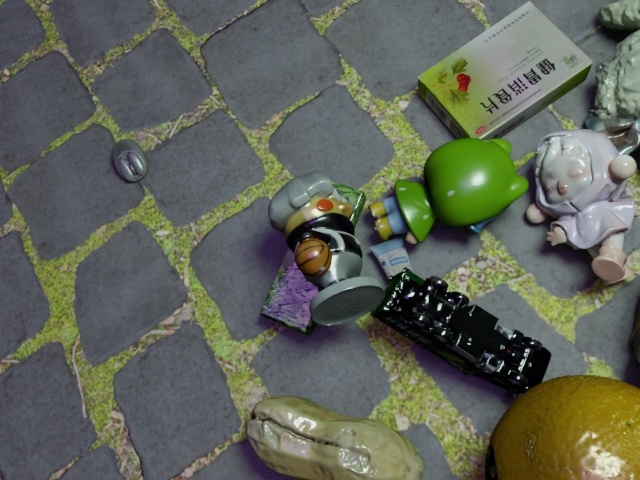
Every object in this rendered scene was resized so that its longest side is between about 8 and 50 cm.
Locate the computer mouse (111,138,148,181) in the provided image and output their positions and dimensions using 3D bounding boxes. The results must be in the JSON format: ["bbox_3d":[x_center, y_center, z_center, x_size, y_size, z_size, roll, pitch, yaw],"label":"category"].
[{"bbox_3d":[-0.397,-0.168,1.196,0.066,0.039,0.096,-28,70,2],"label":"computer mouse"}]

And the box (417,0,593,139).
[{"bbox_3d":[0.336,-0.301,1.074,0.260,0.062,0.175,-34,69,-1],"label":"box"}]

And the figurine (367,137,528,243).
[{"bbox_3d":[0.212,-0.078,0.992,0.263,0.143,0.162,-22,52,17],"label":"figurine"}]

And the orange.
[{"bbox_3d":[0.353,0.315,0.764,0.274,0.274,0.274,-4,72,11],"label":"orange"}]

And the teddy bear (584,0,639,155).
[{"bbox_3d":[0.636,-0.339,0.997,0.327,0.362,0.375,23,34,37],"label":"teddy bear"}]

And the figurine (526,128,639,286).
[{"bbox_3d":[0.436,-0.063,0.940,0.133,0.200,0.276,0,68,-32],"label":"figurine"}]

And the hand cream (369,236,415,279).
[{"bbox_3d":[0.146,0.076,1.004,0.065,0.043,0.171,-18,66,-10],"label":"hand cream"}]

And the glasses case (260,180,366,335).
[{"bbox_3d":[-0.009,0.027,1.041,0.095,0.062,0.272,20,78,15],"label":"glasses case"}]

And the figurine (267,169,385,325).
[{"bbox_3d":[0.000,0.000,0.914,0.133,0.176,0.236,-27,58,11],"label":"figurine"}]

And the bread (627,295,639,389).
[{"bbox_3d":[0.528,0.127,0.810,0.142,0.224,0.212,5,52,11],"label":"bread"}]

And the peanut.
[{"bbox_3d":[0.016,0.326,0.907,0.290,0.130,0.130,12,75,17],"label":"peanut"}]

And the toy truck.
[{"bbox_3d":[0.217,0.144,0.901,0.259,0.121,0.088,32,72,-2],"label":"toy truck"}]
